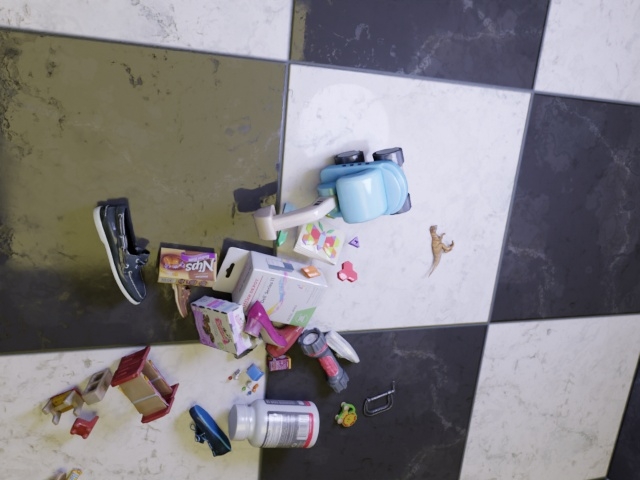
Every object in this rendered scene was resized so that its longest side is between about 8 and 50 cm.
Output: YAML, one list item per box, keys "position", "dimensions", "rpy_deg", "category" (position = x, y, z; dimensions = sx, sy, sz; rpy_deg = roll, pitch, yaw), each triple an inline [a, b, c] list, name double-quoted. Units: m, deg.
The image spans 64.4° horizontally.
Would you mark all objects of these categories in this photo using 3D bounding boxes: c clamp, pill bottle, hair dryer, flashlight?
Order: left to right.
- position: [-0.185, 0.332, 1.887]
  dimensions: [0.294, 0.080, 0.223]
  rpy_deg: [-4, 106, -19]
  category: "hair dryer"
- position: [-0.181, 0.700, 1.946]
  dimensions: [0.319, 0.176, 0.176]
  rpy_deg: [10, 102, -22]
  category: "pill bottle"
- position: [0.018, 0.471, 1.964]
  dimensions: [0.103, 0.103, 0.303]
  rpy_deg: [-33, 121, -11]
  category: "flashlight"
- position: [0.253, 0.683, 2.180]
  dimensions: [0.161, 0.022, 0.137]
  rpy_deg: [-21, 117, -14]
  category: "c clamp"

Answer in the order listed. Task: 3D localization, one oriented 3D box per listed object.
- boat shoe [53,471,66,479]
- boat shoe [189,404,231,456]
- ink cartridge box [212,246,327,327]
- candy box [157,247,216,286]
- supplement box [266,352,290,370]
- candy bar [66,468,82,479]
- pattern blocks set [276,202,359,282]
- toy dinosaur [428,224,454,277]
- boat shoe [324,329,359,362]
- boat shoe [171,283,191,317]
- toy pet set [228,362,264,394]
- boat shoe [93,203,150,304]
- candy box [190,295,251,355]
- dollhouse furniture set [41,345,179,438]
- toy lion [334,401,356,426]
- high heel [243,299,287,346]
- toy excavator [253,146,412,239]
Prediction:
- position: [-0.958, 0.887, 1.795]
  dimensions: [0.059, 0.063, 0.169]
  rpy_deg: [28, 93, 7]
  category: "boat shoe"
- position: [-0.428, 0.732, 1.910]
  dimensions: [0.089, 0.109, 0.258]
  rpy_deg: [-30, 111, -5]
  category: "boat shoe"
- position: [-0.181, 0.168, 1.791]
  dimensions: [0.354, 0.119, 0.207]
  rpy_deg: [15, 118, -22]
  category: "ink cartridge box"
- position: [-0.445, 0.092, 1.707]
  dimensions: [0.187, 0.109, 0.053]
  rpy_deg: [7, 148, -20]
  category: "candy box"
- position: [-0.160, 0.466, 1.950]
  dimensions: [0.084, 0.055, 0.043]
  rpy_deg: [-4, 106, -19]
  category: "supplement box"
- position: [-0.916, 0.890, 1.835]
  dimensions: [0.040, 0.018, 0.161]
  rpy_deg: [33, 94, -25]
  category: "candy bar"
- position: [0.000, 0.000, 1.801]
  dimensions: [0.325, 0.026, 0.285]
  rpy_deg: [13, 69, -25]
  category: "pattern blocks set"
- position: [0.478, 0.036, 2.049]
  dimensions: [0.113, 0.064, 0.211]
  rpy_deg: [-5, 99, 1]
  category: "toy dinosaur"
- position: [0.081, 0.433, 2.022]
  dimensions: [0.063, 0.066, 0.184]
  rpy_deg: [-39, 118, 11]
  category: "boat shoe"
- position: [-0.474, 0.181, 1.749]
  dimensions: [0.060, 0.064, 0.177]
  rpy_deg: [-12, 107, -14]
  category: "boat shoe"
- position: [-0.266, 0.531, 1.926]
  dimensions: [0.114, 0.065, 0.122]
  rpy_deg: [-46, 115, -1]
  category: "toy pet set"
- position: [-0.607, 0.040, 1.627]
  dimensions: [0.113, 0.127, 0.339]
  rpy_deg: [-16, 102, -2]
  category: "boat shoe"
- position: [-0.344, 0.291, 1.754]
  dimensions: [0.070, 0.196, 0.164]
  rpy_deg: [-30, 118, -46]
  category: "candy box"
- position: [-0.713, 0.540, 1.752]
  dimensions: [0.375, 0.152, 0.201]
  rpy_deg: [-22, 114, 7]
  category: "dollhouse furniture set"
- position: [0.115, 0.737, 2.143]
  dimensions: [0.096, 0.034, 0.100]
  rpy_deg: [20, 98, -30]
  category: "toy lion"
- position: [-0.177, 0.298, 1.784]
  dimensions: [0.244, 0.082, 0.117]
  rpy_deg: [37, 66, -47]
  category: "high heel"
- position: [0.051, -0.138, 1.678]
  dimensions: [0.434, 0.445, 0.222]
  rpy_deg: [-2, 112, 25]
  category: "toy excavator"
